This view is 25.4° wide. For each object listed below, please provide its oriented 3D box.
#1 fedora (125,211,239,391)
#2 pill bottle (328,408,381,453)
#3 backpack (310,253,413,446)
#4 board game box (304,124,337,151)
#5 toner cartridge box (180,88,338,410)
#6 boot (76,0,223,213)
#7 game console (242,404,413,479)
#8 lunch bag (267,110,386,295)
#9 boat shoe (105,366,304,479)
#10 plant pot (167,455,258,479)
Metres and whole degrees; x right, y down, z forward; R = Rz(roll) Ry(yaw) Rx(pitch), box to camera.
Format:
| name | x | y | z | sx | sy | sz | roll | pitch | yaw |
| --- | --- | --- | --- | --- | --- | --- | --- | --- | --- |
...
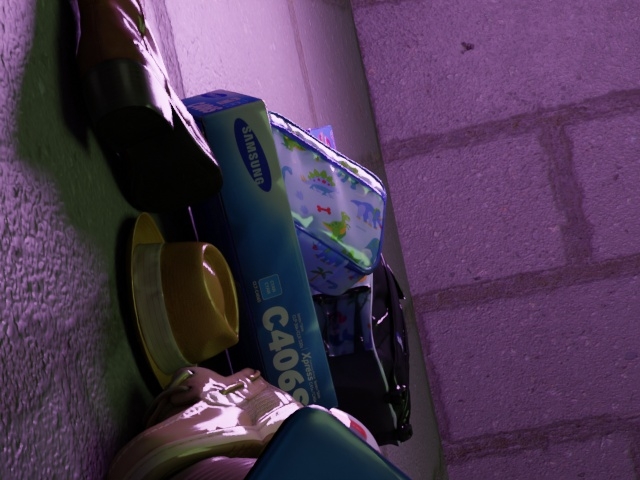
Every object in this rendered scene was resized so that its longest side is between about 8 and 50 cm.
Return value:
| name | x | y | z | sx | sy | sz | roll | pitch | yaw |
| --- | --- | --- | --- | --- | --- | --- | --- | --- | --- |
| fedora | -0.127 | 0.060 | 1.378 | 0.194 | 0.079 | 0.194 | -10 | 90 | -81 |
| pill bottle | -0.021 | 0.300 | 1.482 | 0.283 | 0.161 | 0.161 | -72 | 150 | -70 |
| backpack | 0.030 | 0.132 | 1.883 | 0.225 | 0.191 | 0.253 | 74 | 17 | -51 |
| board game box | 0.000 | 0.000 | 2.205 | 0.233 | 0.078 | 0.347 | -33 | 111 | -80 |
| toner cartridge box | -0.077 | 0.015 | 1.556 | 0.165 | 0.075 | 0.347 | -154 | -131 | -67 |
| boot | -0.188 | -0.186 | 1.393 | 0.264 | 0.096 | 0.280 | 47 | 24 | -62 |
| game console | -0.044 | 0.280 | 1.035 | 0.173 | 0.293 | 0.250 | 36 | -12 | -4 |
| lunch bag | -0.022 | -0.050 | 1.771 | 0.219 | 0.090 | 0.176 | 33 | 43 | -20 |
| boat shoe | -0.113 | 0.179 | 1.286 | 0.110 | 0.121 | 0.341 | 45 | 11 | 14 |
| plant pot | -0.083 | 0.252 | 1.146 | 0.110 | 0.237 | 0.237 | 46 | -5 | 24 |
